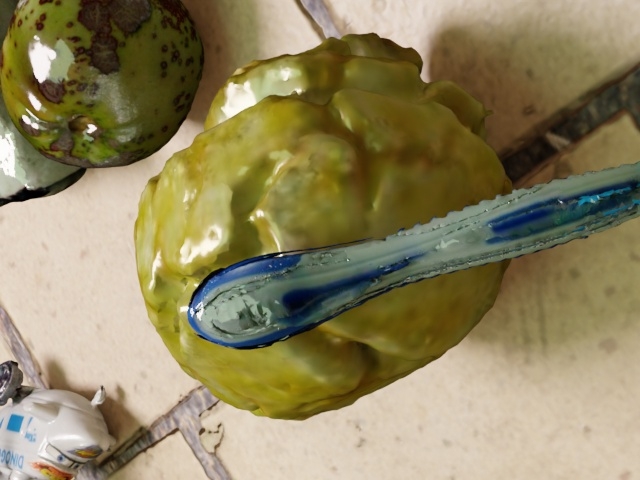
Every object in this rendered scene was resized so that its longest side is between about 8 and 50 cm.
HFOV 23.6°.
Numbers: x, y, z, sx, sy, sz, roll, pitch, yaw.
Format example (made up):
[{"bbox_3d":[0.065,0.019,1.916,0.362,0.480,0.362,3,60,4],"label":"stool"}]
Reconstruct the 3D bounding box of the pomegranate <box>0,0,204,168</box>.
[{"bbox_3d":[-0.153,-0.122,0.973,0.163,0.125,0.138,42,147,24],"label":"pomegranate"}]

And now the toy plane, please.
[{"bbox_3d":[-0.252,0.161,1.262,0.182,0.107,0.273,25,165,-19],"label":"toy plane"}]

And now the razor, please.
[{"bbox_3d":[0.091,-0.011,0.683,0.324,0.056,0.093,-18,96,5],"label":"razor"}]

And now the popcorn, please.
[{"bbox_3d":[0.000,0.000,0.818,0.183,0.204,0.221,65,146,25],"label":"popcorn"}]

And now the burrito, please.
[{"bbox_3d":[-0.242,-0.137,1.076,0.229,0.089,0.144,67,160,-11],"label":"burrito"}]
